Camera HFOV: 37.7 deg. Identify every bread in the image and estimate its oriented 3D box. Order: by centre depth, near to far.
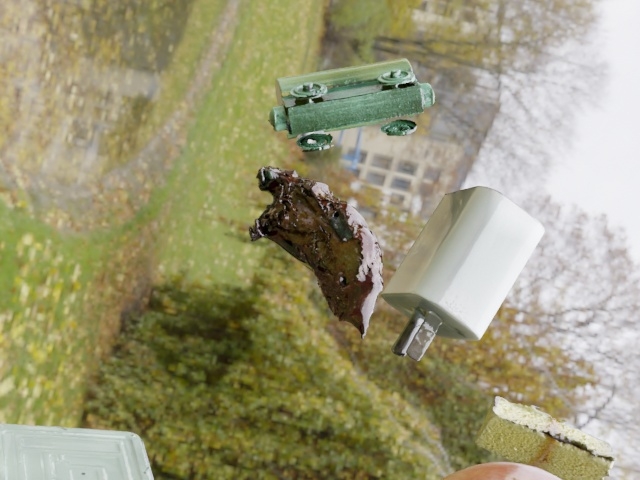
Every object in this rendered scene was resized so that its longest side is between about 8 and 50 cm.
[{"bbox_3d":[0.466,0.418,1.945,0.142,0.266,0.178,-70,168,21],"label":"bread"}]

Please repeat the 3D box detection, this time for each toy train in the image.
[{"bbox_3d":[0.050,-0.251,1.730,0.189,0.307,0.126,-120,-159,-68],"label":"toy train"}]

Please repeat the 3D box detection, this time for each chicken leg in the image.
[{"bbox_3d":[0.000,0.000,1.012,0.105,0.234,0.063,-47,153,-2],"label":"chicken leg"}]

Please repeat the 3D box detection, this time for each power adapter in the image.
[{"bbox_3d":[0.184,0.059,1.349,0.255,0.124,0.187,-56,-170,-11],"label":"power adapter"}]

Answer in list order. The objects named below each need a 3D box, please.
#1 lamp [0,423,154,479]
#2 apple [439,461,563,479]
[{"bbox_3d":[-0.402,0.389,1.515,0.266,0.269,0.047,50,-53,59],"label":"lamp"},{"bbox_3d":[0.250,0.502,1.343,0.364,0.364,0.364,-167,-90,-86],"label":"apple"}]
